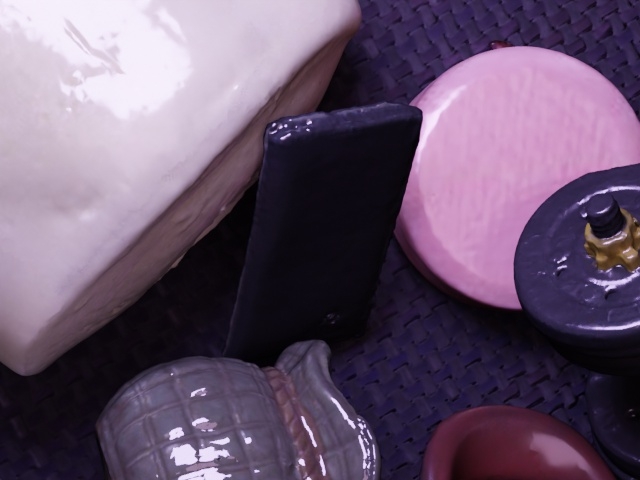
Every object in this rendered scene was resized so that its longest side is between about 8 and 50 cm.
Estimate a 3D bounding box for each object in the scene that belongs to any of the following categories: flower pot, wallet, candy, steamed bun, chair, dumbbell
[{"bbox_3d":[-0.059,0.242,1.571,0.213,0.302,0.301,-16,90,-10],"label":"flower pot"},{"bbox_3d":[0.000,-0.001,1.598,0.146,0.285,0.030,-10,48,-24],"label":"wallet"},{"bbox_3d":[0.180,-0.062,1.707,0.255,0.094,0.255,0,88,-7],"label":"candy"},{"bbox_3d":[-0.213,-0.147,1.560,0.371,0.290,0.456,41,83,-3],"label":"steamed bun"},{"bbox_3d":[0.168,0.359,1.580,0.227,0.226,0.401,6,100,-7],"label":"chair"},{"bbox_3d":[0.290,0.087,1.604,0.185,0.185,0.388,-38,135,-7],"label":"dumbbell"}]

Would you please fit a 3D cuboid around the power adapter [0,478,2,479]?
[{"bbox_3d":[-0.346,0.211,1.547,0.187,0.255,0.124,44,80,-4],"label":"power adapter"}]
